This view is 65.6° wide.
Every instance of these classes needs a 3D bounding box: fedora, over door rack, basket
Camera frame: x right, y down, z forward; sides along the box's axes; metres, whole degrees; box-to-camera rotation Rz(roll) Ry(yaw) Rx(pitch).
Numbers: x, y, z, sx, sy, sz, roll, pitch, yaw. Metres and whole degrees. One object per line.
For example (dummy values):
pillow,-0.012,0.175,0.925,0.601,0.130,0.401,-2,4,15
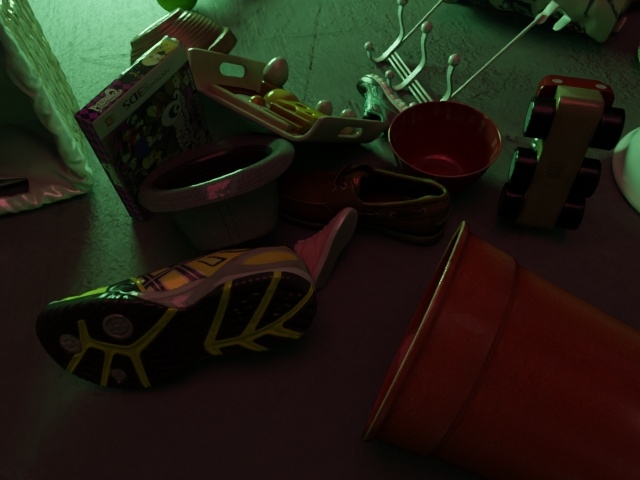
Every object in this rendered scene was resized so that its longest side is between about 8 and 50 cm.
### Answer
fedora,-0.146,-0.068,0.769,0.243,0.124,0.275,-21,25,-11
over door rack,0.258,-0.410,0.958,0.324,0.108,0.240,-34,55,16
basket,-0.606,-0.233,0.836,0.328,0.331,0.266,-17,49,-8

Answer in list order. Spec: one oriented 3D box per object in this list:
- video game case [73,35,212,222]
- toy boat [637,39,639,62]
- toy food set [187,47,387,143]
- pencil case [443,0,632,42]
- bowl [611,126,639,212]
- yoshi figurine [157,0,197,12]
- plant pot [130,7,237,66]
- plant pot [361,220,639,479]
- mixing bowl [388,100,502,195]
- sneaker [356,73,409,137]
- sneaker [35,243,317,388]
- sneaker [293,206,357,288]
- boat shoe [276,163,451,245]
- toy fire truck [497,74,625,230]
video game case,-0.273,-0.176,0.821,0.041,0.232,0.210,23,58,17
toy boat,0.718,-0.367,0.938,0.150,0.151,0.231,-5,54,0
toy food set,-0.055,-0.261,0.883,0.306,0.092,0.219,32,25,25
pencil case,0.471,-0.557,1.079,0.410,0.183,0.160,23,97,15
bowl,0.649,-0.138,0.790,0.297,0.134,0.298,-2,55,3
yoshi figurine,-0.311,-0.689,1.263,0.203,0.203,0.362,54,50,-10
plant pot,-0.293,-0.376,0.980,0.237,0.110,0.237,-24,34,18
plant pot,0.222,0.154,0.547,0.265,0.272,0.272,25,59,11
mixing bowl,0.205,-0.142,0.844,0.181,0.098,0.182,-2,54,3
sneaker,0.107,-0.260,0.961,0.076,0.065,0.166,-29,56,-11
sneaker,-0.195,0.098,0.702,0.384,0.145,0.147,-8,25,0
sneaker,0.000,0.000,0.763,0.070,0.051,0.134,30,95,31
boat shoe,0.057,-0.080,0.806,0.307,0.104,0.111,8,56,11
toy fire truck,0.388,-0.162,0.790,0.158,0.217,0.246,11,41,12
